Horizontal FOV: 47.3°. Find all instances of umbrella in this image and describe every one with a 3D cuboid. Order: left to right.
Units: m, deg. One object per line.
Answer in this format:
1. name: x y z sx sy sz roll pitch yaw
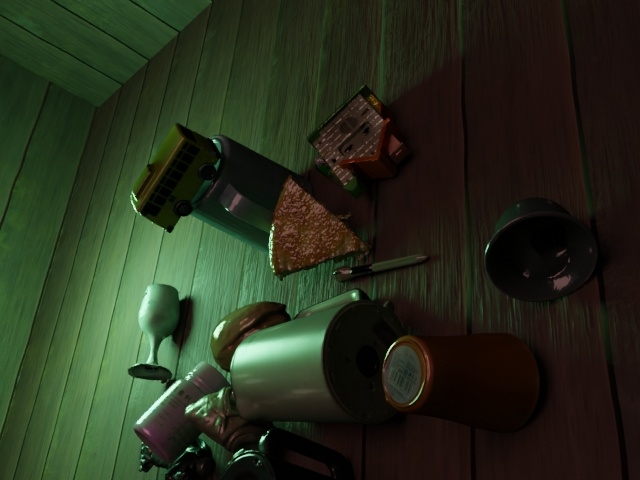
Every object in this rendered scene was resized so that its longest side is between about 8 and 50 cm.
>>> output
1. umbrella: -0.391 0.603 2.021 0.349 0.094 0.143 -5 57 49

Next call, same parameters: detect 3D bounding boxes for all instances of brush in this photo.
1. brush: 0.137 0.063 1.753 0.299 0.042 0.039 -16 21 46

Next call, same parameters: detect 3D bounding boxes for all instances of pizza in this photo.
1. pizza: 0.000 0.000 1.879 0.287 0.075 0.280 19 99 21

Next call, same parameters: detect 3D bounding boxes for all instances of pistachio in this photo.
1. pistachio: -0.190 0.260 1.943 0.293 0.181 0.162 -39 78 35

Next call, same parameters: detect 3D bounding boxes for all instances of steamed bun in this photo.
1. steamed bun: -0.194 0.437 1.784 0.218 0.211 0.144 22 75 46

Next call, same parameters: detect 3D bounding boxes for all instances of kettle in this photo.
1. kettle: -0.048 0.530 1.435 0.203 0.308 0.262 -59 35 5
2. kettle: 0.009 0.247 1.652 0.376 0.250 0.361 -20 32 48

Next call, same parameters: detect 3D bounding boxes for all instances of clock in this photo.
1. clock: 0.115 -0.251 1.925 0.220 0.106 0.255 -42 46 10

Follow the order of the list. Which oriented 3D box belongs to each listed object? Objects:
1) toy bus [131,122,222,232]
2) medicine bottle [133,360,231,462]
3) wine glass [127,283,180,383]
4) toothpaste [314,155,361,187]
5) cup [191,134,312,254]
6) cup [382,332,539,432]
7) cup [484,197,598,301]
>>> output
1. toy bus: -0.392 -0.167 1.949 0.262 0.150 0.128 -54 34 13
2. medicine bottle: -0.365 0.458 1.966 0.254 0.152 0.152 -47 27 -27
3. wine glass: -0.532 0.298 2.377 0.143 0.143 0.321 -32 42 37
4. toothpaste: 0.049 -0.192 2.041 0.078 0.047 0.248 -54 36 1
5. cup: -0.218 -0.107 2.090 0.257 0.311 0.331 -39 41 31
6. cup: 0.236 0.257 1.313 0.226 0.264 0.182 -46 44 41
7. cup: 0.401 -0.007 1.361 0.199 0.199 0.150 -40 21 29
